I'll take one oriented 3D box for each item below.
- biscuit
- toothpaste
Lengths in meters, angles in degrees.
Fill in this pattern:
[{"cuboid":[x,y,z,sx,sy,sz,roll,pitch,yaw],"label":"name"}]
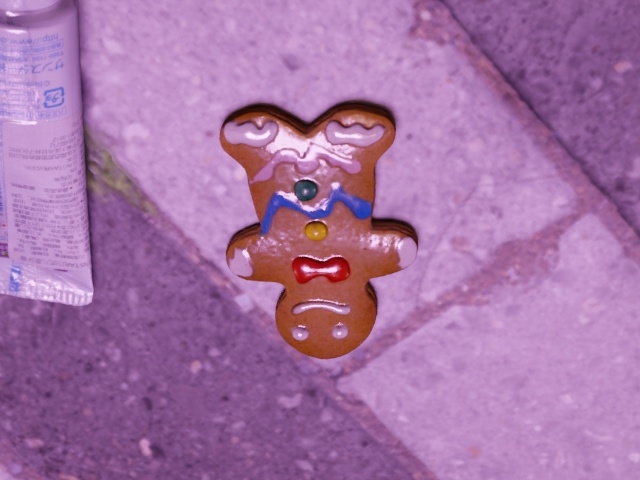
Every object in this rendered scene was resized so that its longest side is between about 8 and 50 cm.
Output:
[{"cuboid":[0.000,0.000,0.986,0.138,0.031,0.205,-1,122,3],"label":"biscuit"},{"cuboid":[-0.202,-0.078,0.932,0.114,0.073,0.299,8,128,-3],"label":"toothpaste"}]
